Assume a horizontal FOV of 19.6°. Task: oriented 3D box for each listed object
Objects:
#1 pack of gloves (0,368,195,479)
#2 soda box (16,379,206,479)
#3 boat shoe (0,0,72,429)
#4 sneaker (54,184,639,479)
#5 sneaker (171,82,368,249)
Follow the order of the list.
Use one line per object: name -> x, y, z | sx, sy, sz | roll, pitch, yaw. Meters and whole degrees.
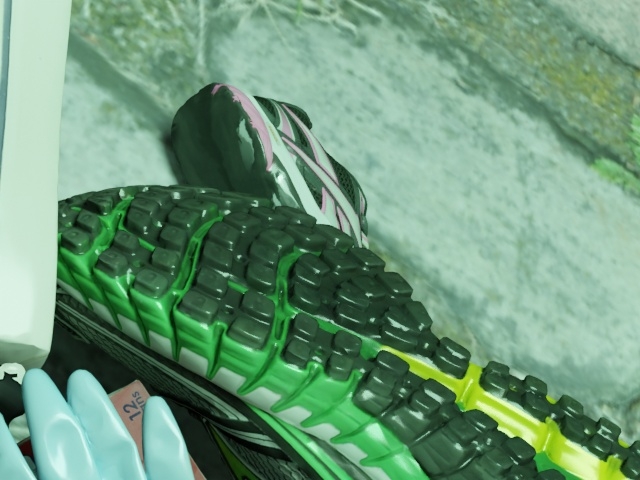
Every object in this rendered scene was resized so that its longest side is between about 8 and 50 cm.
pack of gloves -> -0.118, 0.167, 0.654 | 0.195, 0.046, 0.232 | -20, 81, -3
soda box -> -0.047, 0.194, 0.732 | 0.083, 0.092, 0.263 | -27, 79, -40
boat shoe -> -0.196, -0.078, 0.783 | 0.158, 0.127, 0.341 | 10, 56, -23
sneaker -> -0.002, 0.097, 0.801 | 0.343, 0.146, 0.134 | 36, 26, 13
sneaker -> 0.000, 0.000, 0.910 | 0.077, 0.072, 0.178 | -8, 72, -49
